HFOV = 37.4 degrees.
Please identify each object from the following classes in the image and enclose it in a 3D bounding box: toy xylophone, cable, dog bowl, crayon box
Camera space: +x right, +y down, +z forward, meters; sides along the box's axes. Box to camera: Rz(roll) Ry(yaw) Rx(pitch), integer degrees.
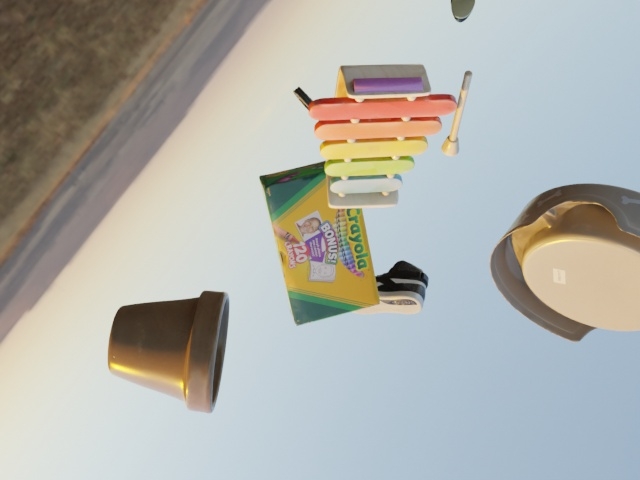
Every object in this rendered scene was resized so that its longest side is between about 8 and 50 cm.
[{"bbox_3d":[0.106,-0.160,1.391,0.322,0.236,0.081,82,2,-62],"label":"toy xylophone"},{"bbox_3d":[0.015,-0.317,2.700,0.072,0.287,0.139,-46,-175,7],"label":"cable"},{"bbox_3d":[0.453,0.044,1.512,0.349,0.349,0.102,-32,-154,56],"label":"dog bowl"},{"bbox_3d":[0.000,0.000,1.727,0.165,0.278,0.081,-14,-161,-6],"label":"crayon box"}]

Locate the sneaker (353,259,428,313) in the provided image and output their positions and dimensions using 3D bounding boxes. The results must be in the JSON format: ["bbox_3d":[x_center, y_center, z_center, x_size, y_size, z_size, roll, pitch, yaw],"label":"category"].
[{"bbox_3d":[0.130,0.097,2.067,0.217,0.079,0.121,6,-137,19],"label":"sneaker"}]

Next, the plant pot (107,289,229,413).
[{"bbox_3d":[-0.323,0.225,2.014,0.263,0.229,0.263,7,90,-89],"label":"plant pot"}]

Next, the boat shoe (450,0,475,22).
[{"bbox_3d":[0.293,-0.491,1.950,0.042,0.049,0.133,90,6,-50],"label":"boat shoe"}]
